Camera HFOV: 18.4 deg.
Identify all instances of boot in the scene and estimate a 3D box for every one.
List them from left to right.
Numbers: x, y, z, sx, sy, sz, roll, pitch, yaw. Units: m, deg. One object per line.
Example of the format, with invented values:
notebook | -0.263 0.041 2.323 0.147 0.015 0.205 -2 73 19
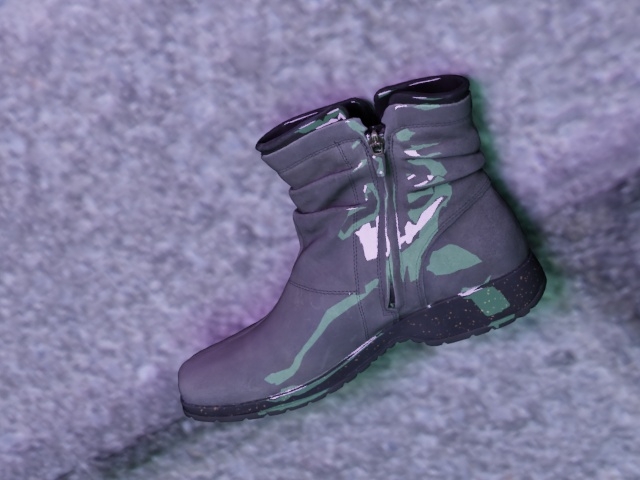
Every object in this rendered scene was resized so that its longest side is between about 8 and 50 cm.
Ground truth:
boot | 0.000 0.000 1.179 0.246 0.083 0.161 -23 110 14
